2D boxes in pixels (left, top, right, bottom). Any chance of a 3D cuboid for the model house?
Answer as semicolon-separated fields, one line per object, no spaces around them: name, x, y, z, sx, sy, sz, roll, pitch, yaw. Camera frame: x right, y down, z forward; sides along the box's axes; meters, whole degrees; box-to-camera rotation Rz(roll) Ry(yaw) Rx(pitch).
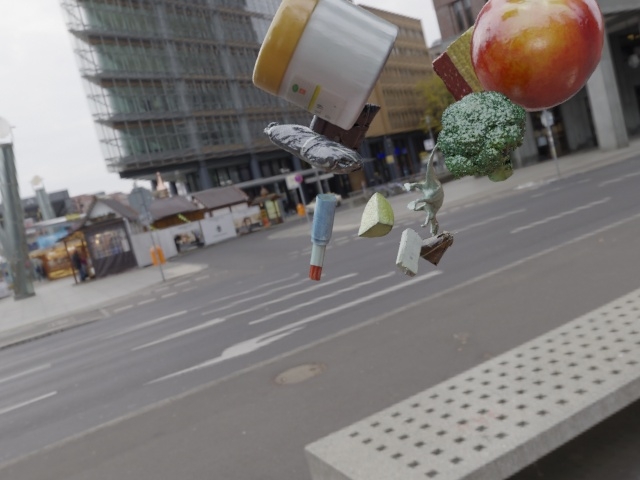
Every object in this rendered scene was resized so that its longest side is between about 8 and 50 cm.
model house;0.513;-0.590;1.942;0.160;0.196;0.254;-37;3;-9

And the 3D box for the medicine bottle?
medicine bottle;0.010;-0.379;1.213;0.232;0.238;0.238;27;2;-5

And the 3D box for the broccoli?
broccoli;0.438;-0.264;1.586;0.270;0.270;0.270;-24;39;22

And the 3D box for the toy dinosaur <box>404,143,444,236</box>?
toy dinosaur;0.407;-0.195;2.240;0.205;0.393;0.092;-7;20;-35

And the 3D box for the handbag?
handbag;0.063;-0.372;1.981;0.211;0.254;0.088;11;35;-20

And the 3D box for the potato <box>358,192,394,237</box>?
potato;0.201;-0.083;2.074;0.081;0.120;0.149;12;-24;-21

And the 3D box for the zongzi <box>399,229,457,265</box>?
zongzi;0.432;0.000;2.384;0.084;0.184;0.187;-61;-3;-41

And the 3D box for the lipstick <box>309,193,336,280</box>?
lipstick;0.000;0.000;1.734;0.061;0.274;0.068;12;24;7

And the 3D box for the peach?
peach;0.610;-0.543;1.666;0.388;0.388;0.388;-14;5;1

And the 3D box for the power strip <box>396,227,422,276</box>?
power strip;0.307;0.044;2.032;0.029;0.080;0.227;-38;20;38

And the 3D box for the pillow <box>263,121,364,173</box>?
pillow;-0.022;-0.269;1.707;0.335;0.092;0.161;33;15;36
